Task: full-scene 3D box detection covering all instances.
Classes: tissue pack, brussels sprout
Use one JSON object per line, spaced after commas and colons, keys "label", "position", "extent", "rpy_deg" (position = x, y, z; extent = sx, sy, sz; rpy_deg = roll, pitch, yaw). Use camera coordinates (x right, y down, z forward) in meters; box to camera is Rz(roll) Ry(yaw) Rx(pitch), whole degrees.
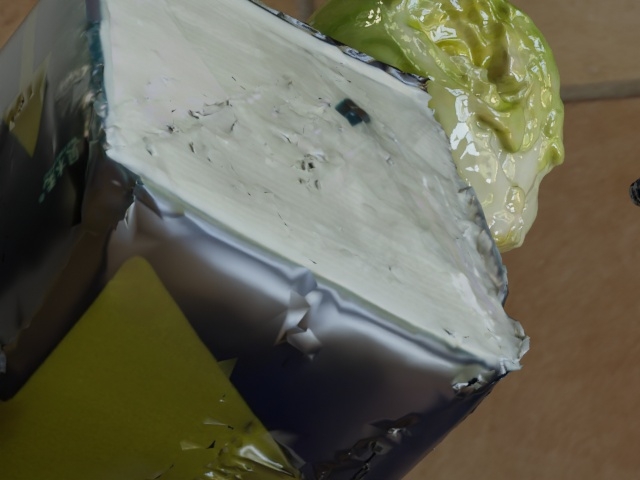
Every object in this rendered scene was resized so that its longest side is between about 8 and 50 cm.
{"label": "tissue pack", "position": [-0.125, 0.069, 0.864], "extent": [0.416, 0.264, 0.253], "rpy_deg": [-46, 35, 26]}
{"label": "brussels sprout", "position": [0.104, -0.134, 1.730], "extent": [0.344, 0.268, 0.344], "rpy_deg": [3, 95, 32]}

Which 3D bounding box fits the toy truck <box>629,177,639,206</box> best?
{"label": "toy truck", "position": [0.288, -0.024, 1.199], "extent": [0.090, 0.073, 0.056], "rpy_deg": [56, 147, -12]}
